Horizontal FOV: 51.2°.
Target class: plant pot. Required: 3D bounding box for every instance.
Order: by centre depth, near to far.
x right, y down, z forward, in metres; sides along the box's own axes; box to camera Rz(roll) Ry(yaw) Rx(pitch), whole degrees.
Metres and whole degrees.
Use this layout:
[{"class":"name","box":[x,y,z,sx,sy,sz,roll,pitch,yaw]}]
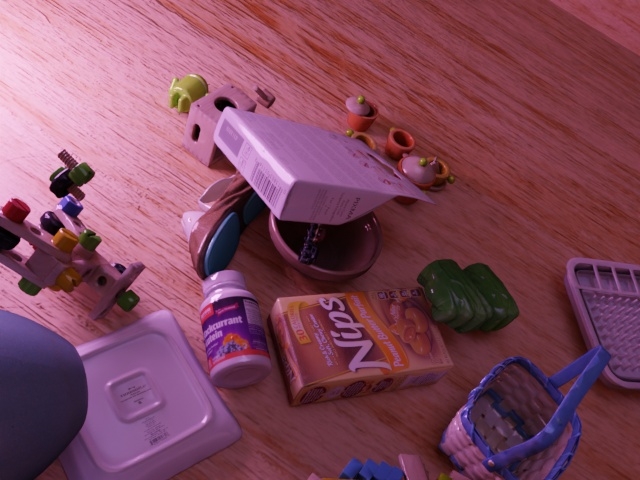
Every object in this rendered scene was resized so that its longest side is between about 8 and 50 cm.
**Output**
[{"class":"plant pot","box":[-0.442,0.220,0.922,0.195,0.290,0.290,-3,54,-42]},{"class":"plant pot","box":[0.000,0.000,1.375,0.237,0.110,0.237,12,50,-14]}]

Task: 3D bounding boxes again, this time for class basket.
[{"class":"basket","box":[0.364,0.311,1.166,0.201,0.289,0.254,46,52,14]}]

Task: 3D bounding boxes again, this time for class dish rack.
[{"class":"dish rack","box":[0.707,0.203,1.543,0.285,0.072,0.333,7,52,-19]}]

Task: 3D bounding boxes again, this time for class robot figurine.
[{"class":"robot figurine","box":[-0.303,-0.341,1.539,0.101,0.067,0.115,25,48,8]}]

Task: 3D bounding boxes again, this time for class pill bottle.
[{"class":"pill bottle","box":[-0.157,0.154,1.189,0.108,0.108,0.193,-1,54,-24]}]

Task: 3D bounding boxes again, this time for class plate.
[{"class":"plate","box":[-0.303,0.260,1.088,0.277,0.045,0.278,-21,65,-35]}]

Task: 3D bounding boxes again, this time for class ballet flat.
[{"class":"ballet flat","box":[-0.200,-0.051,1.341,0.124,0.116,0.342,14,46,16]}]

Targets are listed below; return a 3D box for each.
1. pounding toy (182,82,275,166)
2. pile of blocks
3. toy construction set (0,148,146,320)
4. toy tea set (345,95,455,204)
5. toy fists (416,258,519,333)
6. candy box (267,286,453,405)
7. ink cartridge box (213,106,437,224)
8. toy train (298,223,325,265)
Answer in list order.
[{"class":"pounding toy","box":[-0.196,-0.294,1.471,0.094,0.181,0.206,39,49,10]},{"class":"pile of blocks","box":[0.114,0.441,1.092,0.362,0.113,0.149,15,31,-17]},{"class":"toy construction set","box":[-0.438,0.065,1.091,0.237,0.257,0.309,45,70,-2]},{"class":"toy tea set","box":[0.179,-0.235,1.623,0.336,0.124,0.200,40,50,10]},{"class":"toy fists","box":[0.311,0.124,1.378,0.279,0.096,0.142,9,38,-50]},{"class":"candy box","box":[0.075,0.194,1.269,0.316,0.087,0.183,-2,54,-25]},{"class":"ink cartridge box","box":[0.010,-0.141,1.385,0.385,0.091,0.308,6,30,-40]},{"class":"toy train","box":[-0.007,-0.014,1.292,0.036,0.027,0.158,24,49,-8]}]
